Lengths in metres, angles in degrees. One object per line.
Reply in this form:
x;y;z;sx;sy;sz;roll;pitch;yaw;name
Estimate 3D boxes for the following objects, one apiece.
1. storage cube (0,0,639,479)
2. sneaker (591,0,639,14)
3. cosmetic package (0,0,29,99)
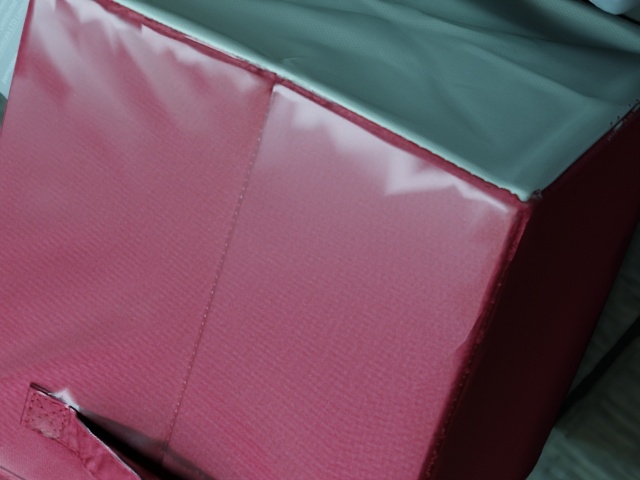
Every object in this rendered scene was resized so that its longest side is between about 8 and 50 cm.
0.000;0.000;0.695;0.184;0.215;0.193;27;120;17;storage cube
0.056;-0.172;0.644;0.086;0.132;0.228;-21;71;1;sneaker
-0.152;-0.179;0.737;0.238;0.127;0.107;40;129;8;cosmetic package
